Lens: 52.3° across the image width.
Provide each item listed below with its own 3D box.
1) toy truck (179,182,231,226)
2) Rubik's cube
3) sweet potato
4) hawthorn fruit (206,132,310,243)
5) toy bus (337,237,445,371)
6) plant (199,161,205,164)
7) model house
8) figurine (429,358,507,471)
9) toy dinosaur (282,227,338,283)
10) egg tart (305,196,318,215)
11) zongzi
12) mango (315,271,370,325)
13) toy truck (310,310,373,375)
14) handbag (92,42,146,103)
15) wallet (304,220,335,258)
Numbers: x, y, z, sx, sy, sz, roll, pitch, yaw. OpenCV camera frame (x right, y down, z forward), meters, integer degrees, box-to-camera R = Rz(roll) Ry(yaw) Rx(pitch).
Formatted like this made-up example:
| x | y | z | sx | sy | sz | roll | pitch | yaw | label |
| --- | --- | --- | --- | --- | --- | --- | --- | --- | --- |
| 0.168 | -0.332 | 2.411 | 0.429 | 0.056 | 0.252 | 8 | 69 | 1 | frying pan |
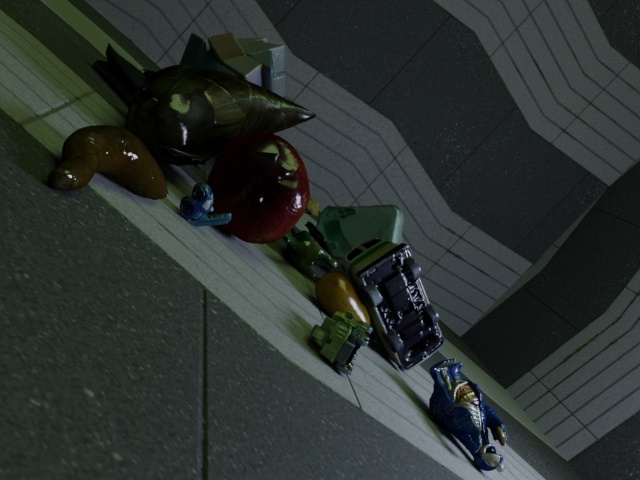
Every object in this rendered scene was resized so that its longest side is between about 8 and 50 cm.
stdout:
| x | y | z | sx | sy | sz | roll | pitch | yaw | label |
| --- | --- | --- | --- | --- | --- | --- | --- | --- | --- |
| -0.210 | -0.057 | 1.204 | 0.090 | 0.073 | 0.056 | 40 | 7 | -18 | toy truck |
| -0.277 | -0.453 | 2.048 | 0.387 | 0.368 | 0.358 | 42 | -36 | 39 | Rubik's cube |
| -0.310 | -0.118 | 0.963 | 0.108 | 0.079 | 0.346 | 56 | 10 | 3 | sweet potato |
| -0.146 | -0.115 | 1.398 | 0.210 | 0.230 | 0.266 | 10 | 3 | -22 | hawthorn fruit |
| 0.169 | 0.150 | 1.594 | 0.179 | 0.143 | 0.306 | 29 | -31 | 60 | toy bus |
| -0.358 | -0.265 | 1.731 | 0.085 | 0.087 | 0.174 | 4 | -34 | 49 | plant |
| 0.149 | 0.050 | 2.020 | 0.267 | 0.194 | 0.325 | 1 | -28 | 23 | model house |
| 0.314 | 0.388 | 1.433 | 0.164 | 0.120 | 0.262 | 30 | 30 | -39 | figurine |
| -0.079 | -0.006 | 1.670 | 0.301 | 0.087 | 0.447 | 41 | 2 | -32 | toy dinosaur |
| -0.150 | -0.179 | 2.218 | 0.341 | 0.132 | 0.341 | 43 | 5 | -4 | egg tart |
| -0.201 | -0.270 | 1.458 | 0.431 | 0.208 | 0.403 | 3 | 19 | -9 | zongzi |
| 0.052 | 0.143 | 1.505 | 0.163 | 0.089 | 0.111 | 51 | 12 | -30 | mango |
| 0.034 | 0.177 | 1.197 | 0.100 | 0.077 | 0.169 | 30 | 8 | 5 | toy truck |
| -0.488 | -0.410 | 1.837 | 0.260 | 0.079 | 0.247 | 46 | 6 | 24 | handbag |
| 0.000 | 0.000 | 1.782 | 0.082 | 0.018 | 0.157 | 43 | -8 | 21 | wallet |
